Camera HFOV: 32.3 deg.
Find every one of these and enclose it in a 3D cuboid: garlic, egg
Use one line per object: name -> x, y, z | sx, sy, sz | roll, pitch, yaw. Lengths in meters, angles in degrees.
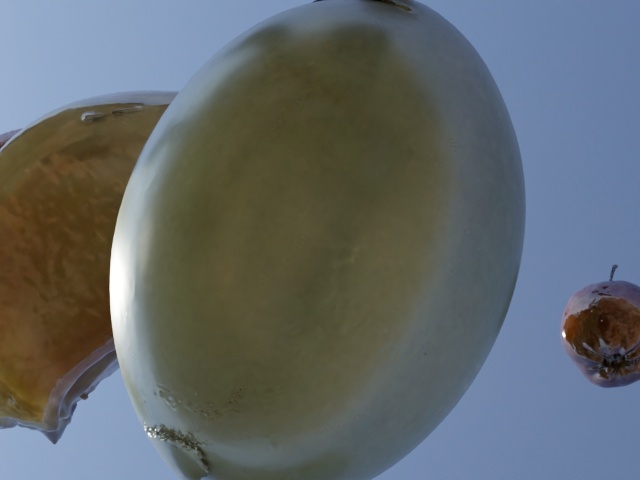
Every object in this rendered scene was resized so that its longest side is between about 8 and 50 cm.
garlic -> -0.136, 0.015, 0.846 | 0.313, 0.286, 0.249 | -39, -128, 1
egg -> 0.000, 0.000, 0.522 | 0.186, 0.186, 0.253 | 17, -106, 25

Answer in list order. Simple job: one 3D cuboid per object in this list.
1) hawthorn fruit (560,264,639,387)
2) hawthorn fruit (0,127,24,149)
hawthorn fruit -> 0.182, 0.044, 0.696 | 0.066, 0.067, 0.103 | -17, -145, 17
hawthorn fruit -> -0.382, -0.067, 1.449 | 0.172, 0.173, 0.173 | -6, -107, 20
